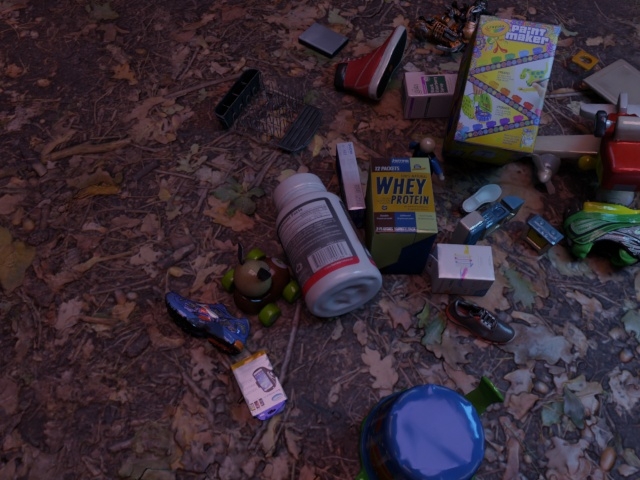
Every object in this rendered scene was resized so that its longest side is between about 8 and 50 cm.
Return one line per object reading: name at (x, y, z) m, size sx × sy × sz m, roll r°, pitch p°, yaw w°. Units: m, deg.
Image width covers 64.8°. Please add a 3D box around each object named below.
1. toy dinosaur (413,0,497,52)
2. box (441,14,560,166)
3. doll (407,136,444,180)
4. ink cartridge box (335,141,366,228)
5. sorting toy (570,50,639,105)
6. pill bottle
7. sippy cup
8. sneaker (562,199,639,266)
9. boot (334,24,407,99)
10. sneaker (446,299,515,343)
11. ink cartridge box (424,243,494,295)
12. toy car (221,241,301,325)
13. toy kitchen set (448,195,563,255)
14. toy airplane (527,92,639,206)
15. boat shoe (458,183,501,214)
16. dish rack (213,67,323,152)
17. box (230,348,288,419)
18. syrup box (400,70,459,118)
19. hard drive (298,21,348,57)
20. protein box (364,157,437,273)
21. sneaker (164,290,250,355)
toy dinosaur at (0.466, -0.669, 1.584) m, size 0.322 × 0.164 × 0.218 m, roll 22°, pitch 76°, yaw -8°
box at (0.424, -0.346, 1.234) m, size 0.177 × 0.290 × 0.279 m, roll 12°, pitch 94°, yaw 7°
doll at (0.258, -0.189, 1.260) m, size 0.046 × 0.189 × 0.129 m, roll -33°, pitch 65°, yaw -17°
ink cartridge box at (0.075, -0.140, 1.287) m, size 0.046 × 0.097 × 0.207 m, roll -6°, pitch 61°, yaw -3°
sorting toy at (0.889, -0.441, 1.483) m, size 0.196 × 0.047 × 0.347 m, roll -28°, pitch 64°, yaw -19°
pill bottle at (0.000, 0.000, 1.158) m, size 0.176 × 0.176 × 0.318 m, roll -19°, pitch 58°, yaw -10°
sippy cup at (0.192, 0.370, 0.924) m, size 0.240 × 0.224 × 0.305 m, roll 18°, pitch 62°, yaw 10°
sneaker at (0.760, 0.002, 1.199) m, size 0.344 × 0.134 × 0.146 m, roll 4°, pitch 67°, yaw 13°
boot at (0.141, -0.545, 1.497) m, size 0.176 × 0.088 × 0.244 m, roll 24°, pitch 79°, yaw 25°
sneaker at (0.358, 0.179, 1.121) m, size 0.158 × 0.065 × 0.061 m, roll 22°, pitch 63°, yaw 13°
ink cartridge box at (0.316, 0.068, 1.170) m, size 0.143 × 0.092 × 0.090 m, roll 2°, pitch 61°, yaw 3°
toy car at (-0.136, 0.073, 1.114) m, size 0.155 × 0.188 × 0.149 m, roll 38°, pitch 68°, yaw 19°
toy kitchen set at (0.445, -0.012, 1.197) m, size 0.207 × 0.122 × 0.166 m, roll -33°, pitch 65°, yaw -17°
toy airplane at (0.743, -0.213, 1.261) m, size 0.384 × 0.272 × 0.386 m, roll -12°, pitch 24°, yaw -18°
boat shoe at (0.409, -0.104, 1.298) m, size 0.125 × 0.038 × 0.046 m, roll -33°, pitch 84°, yaw -16°
dish rack at (-0.136, -0.363, 1.430) m, size 0.272 × 0.074 × 0.208 m, roll 23°, pitch 64°, yaw 13°
box at (-0.128, 0.311, 1.073) m, size 0.081 × 0.028 × 0.136 m, roll -24°, pitch 65°, yaw -13°
syrup box at (0.355, -0.418, 1.444) m, size 0.237 × 0.096 × 0.093 m, roll -2°, pitch 61°, yaw -2°
hard drive at (0.010, -0.641, 1.615) m, size 0.135 × 0.022 × 0.094 m, roll 33°, pitch 66°, yaw 17°
protein box at (0.179, -0.054, 1.178) m, size 0.136 × 0.200 × 0.201 m, roll 0°, pitch 60°, yaw 0°
sneaker at (-0.254, 0.174, 1.132) m, size 0.221 × 0.083 × 0.087 m, roll 28°, pitch 51°, yaw 10°
